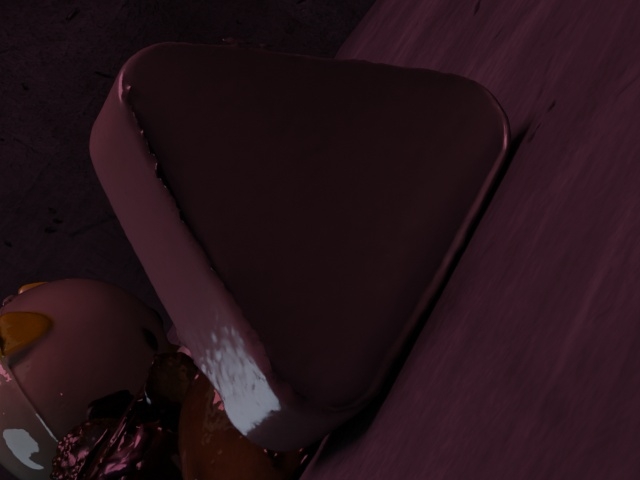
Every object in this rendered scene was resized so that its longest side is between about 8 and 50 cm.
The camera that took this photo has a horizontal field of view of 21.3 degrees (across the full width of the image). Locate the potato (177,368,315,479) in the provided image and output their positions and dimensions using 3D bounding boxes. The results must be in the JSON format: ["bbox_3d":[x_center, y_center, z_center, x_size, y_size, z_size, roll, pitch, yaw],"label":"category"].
[{"bbox_3d":[-0.054,0.133,1.542,0.299,0.116,0.239,-60,2,-37],"label":"potato"}]

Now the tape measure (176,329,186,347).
[{"bbox_3d":[-0.034,0.033,1.811,0.258,0.130,0.265,-55,0,-4],"label":"tape measure"}]

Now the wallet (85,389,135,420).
[{"bbox_3d":[-0.282,0.315,2.234,0.122,0.031,0.232,-12,-70,-66],"label":"wallet"}]

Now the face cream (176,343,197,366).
[{"bbox_3d":[-0.163,0.174,2.328,0.269,0.082,0.082,-61,7,-23],"label":"face cream"}]

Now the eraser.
[{"bbox_3d":[-0.018,0.010,1.371,0.331,0.331,0.150,-60,5,-27],"label":"eraser"}]

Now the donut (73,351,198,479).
[{"bbox_3d":[-0.195,0.273,1.820,0.259,0.136,0.345,-58,5,6],"label":"donut"}]

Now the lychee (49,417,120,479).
[{"bbox_3d":[-0.260,0.302,2.111,0.171,0.171,0.171,-56,6,9],"label":"lychee"}]

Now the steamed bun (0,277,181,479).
[{"bbox_3d":[-0.362,0.215,2.531,0.334,0.334,0.374,-56,9,7],"label":"steamed bun"}]
